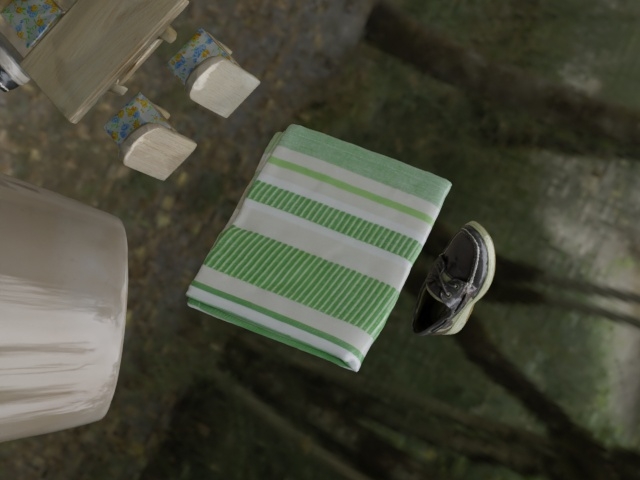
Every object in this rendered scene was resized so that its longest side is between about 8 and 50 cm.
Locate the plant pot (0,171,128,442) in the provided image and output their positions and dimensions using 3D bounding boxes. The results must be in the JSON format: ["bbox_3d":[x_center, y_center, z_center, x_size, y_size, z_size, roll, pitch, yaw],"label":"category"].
[{"bbox_3d":[-0.325,0.061,1.267,0.323,0.280,0.323,-173,-90,-74],"label":"plant pot"}]

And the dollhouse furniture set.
[{"bbox_3d":[-0.148,-0.208,1.139,0.242,0.212,0.161,-45,162,8],"label":"dollhouse furniture set"}]

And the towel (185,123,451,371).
[{"bbox_3d":[0.000,0.000,1.826,0.038,0.248,0.325,99,15,-51],"label":"towel"}]

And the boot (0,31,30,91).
[{"bbox_3d":[-0.603,-0.237,2.069,0.284,0.377,0.138,-45,139,-10],"label":"boot"}]

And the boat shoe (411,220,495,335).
[{"bbox_3d":[0.127,0.045,1.391,0.049,0.056,0.152,-21,144,-30],"label":"boat shoe"}]
